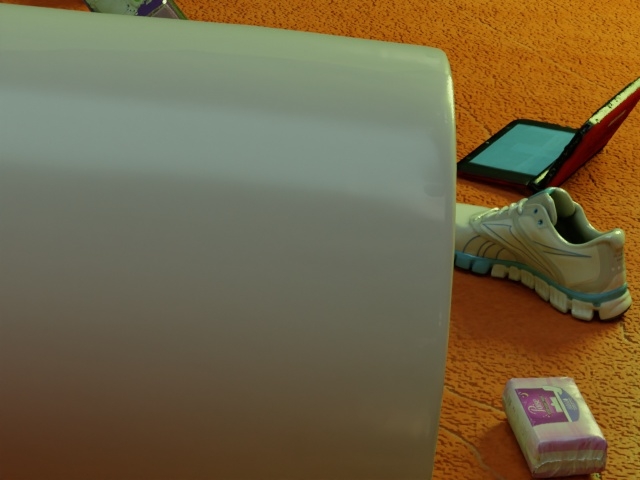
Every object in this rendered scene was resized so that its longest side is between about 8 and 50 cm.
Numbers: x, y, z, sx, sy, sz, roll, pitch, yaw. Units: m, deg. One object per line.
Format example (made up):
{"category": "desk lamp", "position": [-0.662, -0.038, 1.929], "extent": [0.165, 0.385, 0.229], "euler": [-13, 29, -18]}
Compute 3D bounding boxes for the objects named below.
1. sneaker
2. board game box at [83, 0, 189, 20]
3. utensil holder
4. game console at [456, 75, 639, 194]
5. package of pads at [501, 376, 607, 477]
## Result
{"category": "sneaker", "position": [0.161, -0.010, 1.392], "extent": [0.190, 0.083, 0.071], "euler": [21, 34, 33]}
{"category": "board game box", "position": [-0.115, -0.149, 1.303], "extent": [0.056, 0.347, 0.208], "euler": [-34, 64, 3]}
{"category": "utensil holder", "position": [-0.131, 0.026, 1.043], "extent": [0.385, 0.328, 0.328], "euler": [5, 27, -3]}
{"category": "game console", "position": [0.204, -0.101, 1.577], "extent": [0.085, 0.124, 0.144], "euler": [40, 38, 10]}
{"category": "package of pads", "position": [0.154, 0.123, 1.186], "extent": [0.050, 0.032, 0.083], "euler": [-1, 27, -10]}
